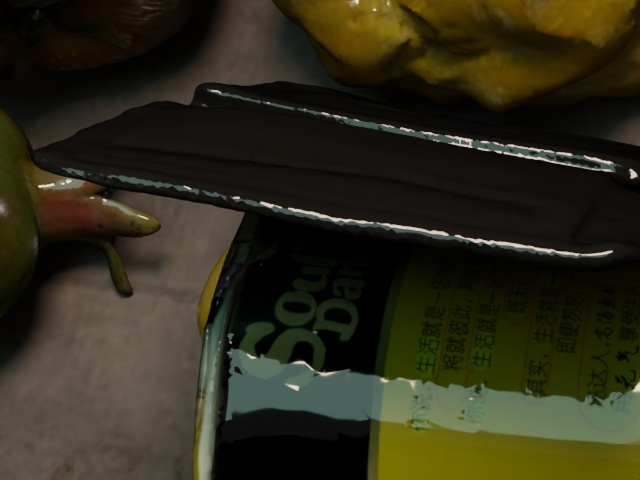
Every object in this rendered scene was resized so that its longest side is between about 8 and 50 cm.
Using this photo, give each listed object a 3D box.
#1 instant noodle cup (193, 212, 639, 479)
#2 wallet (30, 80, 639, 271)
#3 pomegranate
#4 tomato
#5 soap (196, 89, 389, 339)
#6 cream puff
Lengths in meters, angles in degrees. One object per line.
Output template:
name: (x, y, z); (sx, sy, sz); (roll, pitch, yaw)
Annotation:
instant noodle cup: (0.081, 0.083, 0.777); (0.236, 0.215, 0.216); (2, 67, 15)
wallet: (0.047, -0.033, 0.765); (0.247, 0.323, 0.041); (13, 104, 15)
pomegranate: (-0.189, -0.018, 0.979); (0.191, 0.131, 0.152); (-12, 54, -8)
tomato: (-0.136, -0.179, 0.991); (0.155, 0.214, 0.181); (10, 65, -15)
soap: (0.000, 0.000, 0.935); (0.089, 0.033, 0.168); (33, 81, 28)
cream puff: (0.089, -0.240, 0.885); (0.324, 0.257, 0.291); (-39, 55, 0)
